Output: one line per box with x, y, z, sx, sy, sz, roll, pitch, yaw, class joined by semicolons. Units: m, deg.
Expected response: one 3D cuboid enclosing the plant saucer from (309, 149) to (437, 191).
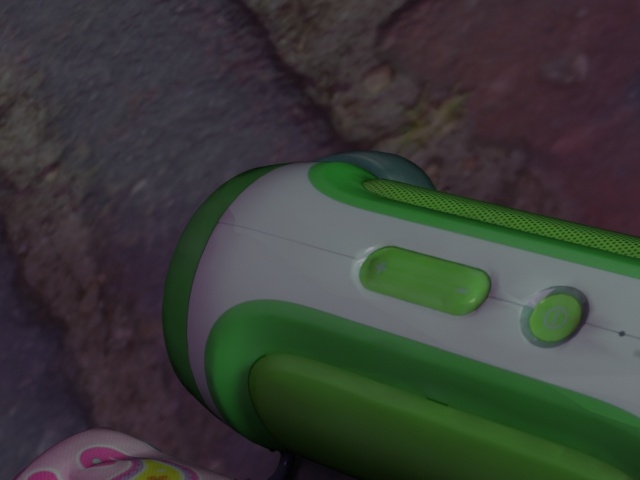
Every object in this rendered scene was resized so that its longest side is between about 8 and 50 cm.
0.000;0.000;0.754;0.119;0.021;0.119;-19;48;22;plant saucer

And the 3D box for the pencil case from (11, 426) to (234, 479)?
0.013;0.153;0.526;0.284;0.124;0.124;14;65;30;pencil case

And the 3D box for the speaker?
0.079;0.050;0.579;0.296;0.131;0.131;15;67;41;speaker

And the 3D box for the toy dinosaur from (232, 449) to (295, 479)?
-0.037;0.119;0.674;0.090;0.047;0.082;-24;27;32;toy dinosaur
